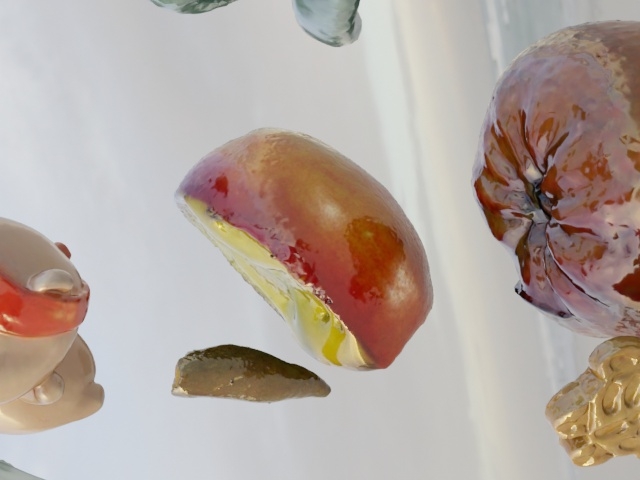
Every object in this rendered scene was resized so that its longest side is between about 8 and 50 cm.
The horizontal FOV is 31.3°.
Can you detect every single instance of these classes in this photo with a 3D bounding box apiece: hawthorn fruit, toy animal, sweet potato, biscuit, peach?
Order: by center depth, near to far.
[{"bbox_3d":[-0.262,0.069,0.931,0.197,0.171,0.171,92,178,-47],"label":"toy animal"},{"bbox_3d":[0.366,0.134,1.153,0.202,0.289,0.044,65,176,-38],"label":"biscuit"},{"bbox_3d":[0.401,-0.074,1.364,0.403,0.403,0.402,-10,-90,-80],"label":"hawthorn fruit"},{"bbox_3d":[-0.083,0.172,1.476,0.077,0.244,0.077,-13,74,56],"label":"sweet potato"},{"bbox_3d":[0.000,0.000,1.582,0.380,0.242,0.306,50,166,4],"label":"peach"}]

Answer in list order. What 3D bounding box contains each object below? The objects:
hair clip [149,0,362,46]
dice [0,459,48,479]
[{"bbox_3d":[-0.075,-0.231,0.385,0.238,0.318,0.392,-63,-2,14],"label":"hair clip"},{"bbox_3d":[-0.171,0.241,0.458,0.262,0.268,0.265,-65,-28,-3],"label":"dice"}]
